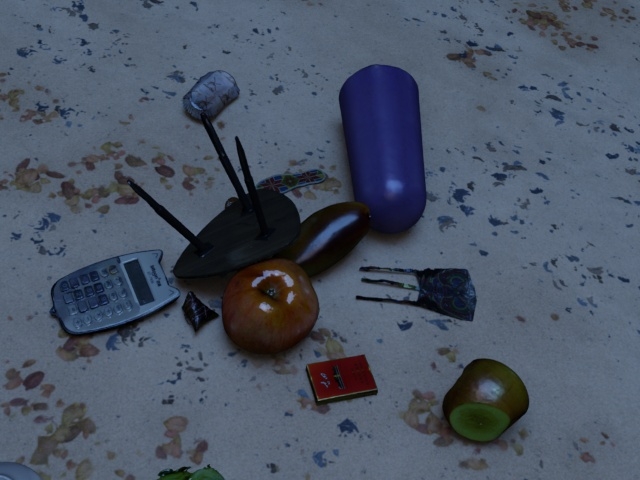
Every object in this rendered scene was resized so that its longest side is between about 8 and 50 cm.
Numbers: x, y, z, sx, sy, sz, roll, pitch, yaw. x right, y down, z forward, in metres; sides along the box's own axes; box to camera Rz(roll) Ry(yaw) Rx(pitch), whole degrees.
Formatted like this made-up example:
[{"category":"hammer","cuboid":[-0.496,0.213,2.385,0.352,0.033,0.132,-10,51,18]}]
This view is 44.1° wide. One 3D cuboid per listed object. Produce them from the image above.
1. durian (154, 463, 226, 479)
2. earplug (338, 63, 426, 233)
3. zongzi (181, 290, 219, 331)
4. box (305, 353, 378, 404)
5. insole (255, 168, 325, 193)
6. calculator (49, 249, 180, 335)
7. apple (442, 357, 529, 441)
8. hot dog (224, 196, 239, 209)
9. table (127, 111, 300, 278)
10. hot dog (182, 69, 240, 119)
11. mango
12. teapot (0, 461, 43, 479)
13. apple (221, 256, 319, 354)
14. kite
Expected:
[{"category":"durian","cuboid":[-0.208,0.499,1.308,0.340,0.204,0.256,37,42,20]},{"category":"earplug","cuboid":[0.165,-0.216,1.982,0.215,0.215,0.456,2,53,-7]},{"category":"zongzi","cuboid":[-0.264,0.162,1.684,0.083,0.067,0.073,31,43,-5]},{"category":"box","cuboid":[0.044,0.289,1.643,0.133,0.023,0.090,-6,49,-15]},{"category":"insole","cuboid":[-0.076,-0.149,2.009,0.193,0.006,0.065,-14,54,-20]},{"category":"calculator","cuboid":[-0.449,0.113,1.702,0.268,0.040,0.177,-16,54,-20]},{"category":"apple","cuboid":[0.334,0.321,1.584,0.147,0.146,0.163,36,52,15]},{"category":"hot dog","cuboid":[-0.189,-0.075,1.907,0.083,0.035,0.058,21,50,11]},{"category":"table","cuboid":[-0.225,-0.117,1.709,0.317,0.249,0.317,-21,31,13]},{"category":"hot dog","cuboid":[-0.299,-0.397,2.151,0.108,0.059,0.191,35,48,3]},{"category":"mango","cuboid":[0.000,0.000,1.817,0.267,0.111,0.133,-35,60,-13]},{"category":"teapot","cuboid":[-0.541,0.457,1.362,0.245,0.116,0.159,-4,39,-20]},{"category":"apple","cuboid":[-0.104,0.136,1.657,0.209,0.164,0.209,4,52,-5]},{"category":"kite","cuboid":[0.223,0.110,1.829,0.285,0.015,0.152,6,49,-5]}]
